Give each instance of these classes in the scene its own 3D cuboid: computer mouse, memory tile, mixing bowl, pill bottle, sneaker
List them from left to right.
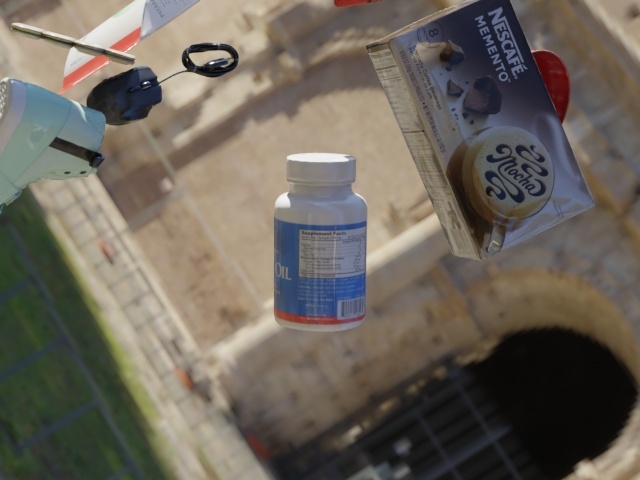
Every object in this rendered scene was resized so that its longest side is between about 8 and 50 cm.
[{"bbox_3d":[-0.344,-0.066,1.857,0.151,0.256,0.094,15,40,-32],"label":"sneaker"},{"bbox_3d":[-0.289,-0.230,1.888,0.148,0.012,0.113,15,6,-10],"label":"memory tile"},{"bbox_3d":[-0.215,-0.223,2.227,0.071,0.242,0.041,63,-26,-1],"label":"computer mouse"},{"bbox_3d":[0.000,0.000,2.102,0.124,0.124,0.221,-135,-135,-77],"label":"pill bottle"},{"bbox_3d":[0.291,-0.221,2.492,0.098,0.181,0.181,29,-23,44],"label":"mixing bowl"}]

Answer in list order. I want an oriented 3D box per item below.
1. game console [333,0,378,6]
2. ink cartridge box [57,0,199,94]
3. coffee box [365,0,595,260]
[{"bbox_3d":[0.083,-0.389,2.148,0.085,0.144,0.124,171,-93,-72],"label":"game console"},{"bbox_3d":[-0.278,-0.260,2.096,0.181,0.225,0.056,-25,-78,42],"label":"ink cartridge box"},{"bbox_3d":[0.198,-0.145,2.005,0.297,0.168,0.119,67,-11,-8],"label":"coffee box"}]
